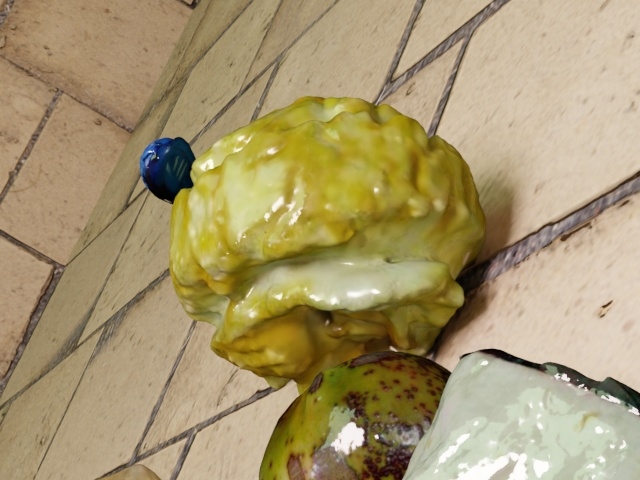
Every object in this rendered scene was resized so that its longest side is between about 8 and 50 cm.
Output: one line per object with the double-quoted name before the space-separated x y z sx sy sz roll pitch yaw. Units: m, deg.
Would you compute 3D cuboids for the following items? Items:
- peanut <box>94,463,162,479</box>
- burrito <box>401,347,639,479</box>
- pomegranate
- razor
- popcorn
"peanut" -0.180 0.298 1.182 0.291 0.143 0.159 -80 16 -65
"burrito" 0.070 0.164 0.703 0.144 0.089 0.229 16 70 53
"pomegranate" 0.030 0.137 0.831 0.138 0.125 0.163 -35 27 31
"razor" -0.071 -0.007 1.184 0.093 0.056 0.324 -64 -28 -11
"popcorn" 0.000 0.000 1.037 0.221 0.204 0.183 -38 43 45
